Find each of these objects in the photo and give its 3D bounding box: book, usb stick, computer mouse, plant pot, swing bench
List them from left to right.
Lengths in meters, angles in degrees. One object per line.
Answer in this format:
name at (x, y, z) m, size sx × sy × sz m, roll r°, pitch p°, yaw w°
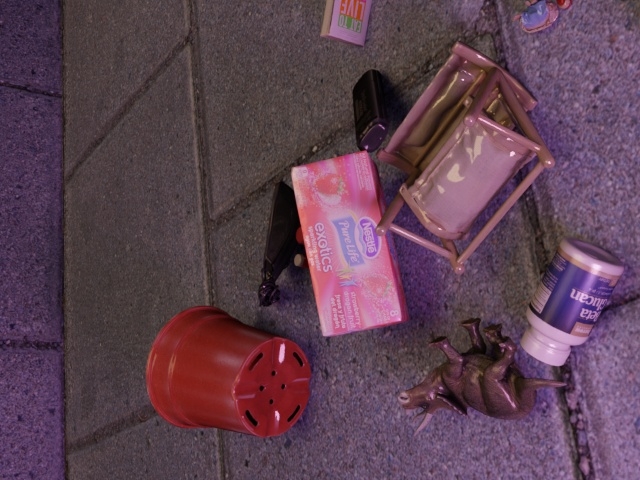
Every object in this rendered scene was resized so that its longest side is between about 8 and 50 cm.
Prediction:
plant pot at (-0.179, 0.285, 1.803) m, size 0.265 × 0.272 × 0.273 m, roll 4°, pitch 87°, yaw 47°
computer mouse at (-0.079, 0.010, 1.842) m, size 0.188 × 0.072 × 0.272 m, roll 95°, pitch -177°, yaw -82°
book at (0.059, -0.476, 1.748) m, size 0.035 × 0.096 × 0.144 m, roll 14°, pitch 96°, yaw 55°
usb stick at (0.093, -0.245, 1.604) m, size 0.077 × 0.045 × 0.278 m, roll -51°, pitch 18°, yaw 24°
swing bench at (0.220, -0.135, 1.383) m, size 0.253 × 0.165 × 0.255 m, roll -54°, pitch 18°, yaw 34°

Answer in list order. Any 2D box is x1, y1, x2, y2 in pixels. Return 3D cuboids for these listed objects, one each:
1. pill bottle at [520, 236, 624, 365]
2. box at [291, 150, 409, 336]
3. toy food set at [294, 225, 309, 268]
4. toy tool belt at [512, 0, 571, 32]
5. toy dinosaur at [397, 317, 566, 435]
pill bottle at (0.351, 0.089, 1.225) m, size 0.094 × 0.094 × 0.169 m, roll 44°, pitch 119°, yaw 49°
box at (0.054, 0.010, 1.518) m, size 0.142 × 0.154 × 0.300 m, roll -13°, pitch 82°, yaw 10°
toy food set at (0.000, 0.000, 1.723) m, size 0.232 × 0.104 × 0.111 m, roll 51°, pitch 124°, yaw 46°
toy tool belt at (0.348, -0.363, 1.359) m, size 0.083 × 0.051 × 0.052 m, roll -30°, pitch 60°, yaw 48°
toy dinosaur at (0.262, 0.215, 1.329) m, size 0.313 × 0.121 × 0.160 m, roll -4°, pitch 108°, yaw 44°
